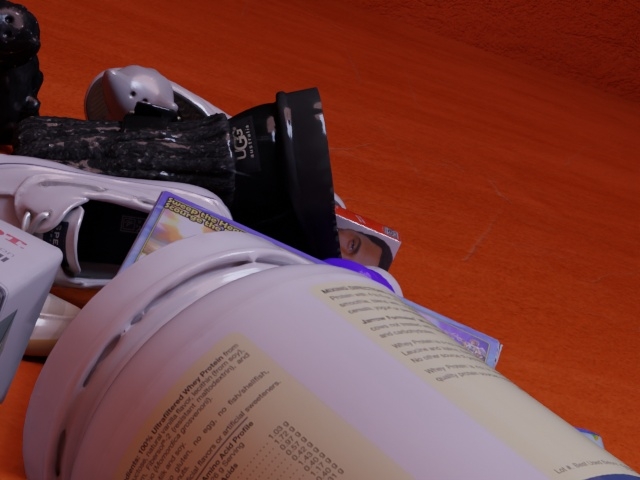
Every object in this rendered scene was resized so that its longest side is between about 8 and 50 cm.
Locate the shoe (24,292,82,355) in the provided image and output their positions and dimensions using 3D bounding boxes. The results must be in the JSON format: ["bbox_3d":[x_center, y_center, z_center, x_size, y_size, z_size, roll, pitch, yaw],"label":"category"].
[{"bbox_3d":[-0.258,0.027,1.269,0.219,0.058,0.076,19,16,-20],"label":"shoe"}]

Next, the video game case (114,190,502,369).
[{"bbox_3d":[-0.027,0.106,1.204,0.269,0.061,0.244,24,38,-2],"label":"video game case"}]

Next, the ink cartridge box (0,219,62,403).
[{"bbox_3d":[-0.302,0.039,1.039,0.211,0.121,0.289,26,14,4],"label":"ink cartridge box"}]

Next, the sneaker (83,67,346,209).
[{"bbox_3d":[-0.108,-0.077,1.805,0.290,0.106,0.123,33,10,-10],"label":"sneaker"}]

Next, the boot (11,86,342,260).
[{"bbox_3d":[-0.121,-0.030,1.545,0.260,0.131,0.348,-10,-20,-2],"label":"boot"}]

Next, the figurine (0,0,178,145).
[{"bbox_3d":[-0.223,-0.129,1.620,0.215,0.092,0.209,25,-19,-1],"label":"figurine"}]

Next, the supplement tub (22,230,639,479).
[{"bbox_3d":[0.018,0.156,0.919,0.235,0.235,0.325,7,23,-48],"label":"supplement tub"}]

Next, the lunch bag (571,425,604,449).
[{"bbox_3d":[0.133,0.183,1.298,0.151,0.096,0.129,9,19,-2],"label":"lunch bag"}]

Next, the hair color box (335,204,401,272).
[{"bbox_3d":[0.000,0.000,1.739,0.141,0.072,0.043,22,12,-5],"label":"hair color box"}]

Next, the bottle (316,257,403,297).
[{"bbox_3d":[-0.011,0.067,1.452,0.118,0.092,0.283,34,17,15],"label":"bottle"}]

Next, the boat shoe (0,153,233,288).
[{"bbox_3d":[-0.191,-0.011,1.340,0.258,0.095,0.084,-1,15,-7],"label":"boat shoe"}]
